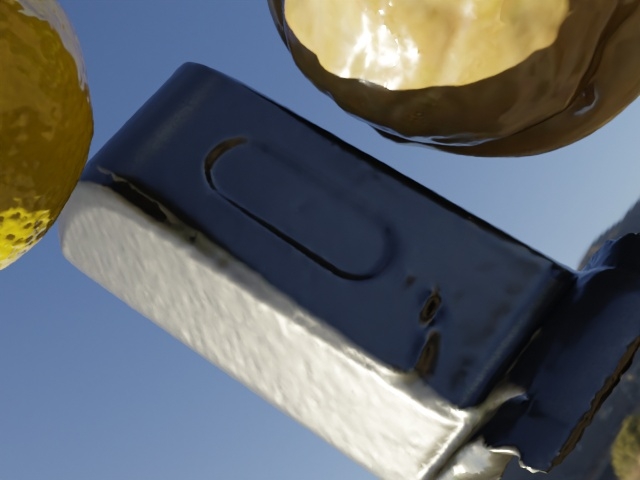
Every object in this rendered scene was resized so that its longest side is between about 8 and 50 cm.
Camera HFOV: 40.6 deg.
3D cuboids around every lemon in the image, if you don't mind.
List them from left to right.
[{"bbox_3d":[-0.208,-0.066,0.443,0.178,0.178,0.203,-31,-14,-47],"label":"lemon"}]

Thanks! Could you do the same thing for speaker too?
[{"bbox_3d":[0.000,0.000,0.535,0.180,0.388,0.184,-51,-24,-19],"label":"speaker"}]

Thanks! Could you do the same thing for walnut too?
[{"bbox_3d":[0.100,-0.189,0.568,0.285,0.285,0.296,-67,-9,19],"label":"walnut"}]
